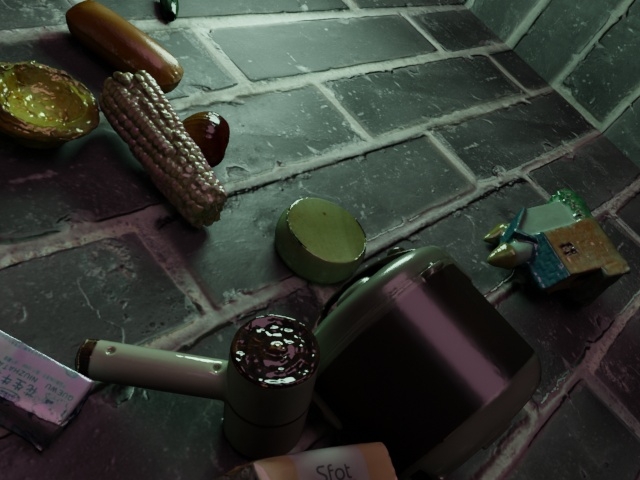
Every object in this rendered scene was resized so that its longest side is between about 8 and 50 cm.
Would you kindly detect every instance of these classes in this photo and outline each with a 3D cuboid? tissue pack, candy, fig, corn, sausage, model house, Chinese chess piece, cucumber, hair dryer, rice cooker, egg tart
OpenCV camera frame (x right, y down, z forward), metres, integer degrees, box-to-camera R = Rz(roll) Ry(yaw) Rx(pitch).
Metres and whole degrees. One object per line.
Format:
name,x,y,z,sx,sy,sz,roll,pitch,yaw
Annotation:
tissue pack,-0.032,0.340,0.908,0.222,0.186,0.090,5,62,-33
candy,-0.395,0.197,0.875,0.160,0.073,0.092,31,36,-6
fig,-0.255,-0.195,1.354,0.119,0.153,0.119,-23,90,-83
corn,-0.299,-0.172,1.258,0.127,0.127,0.335,-24,76,-46
sausage,-0.419,-0.414,1.428,0.274,0.105,0.105,36,40,0
model house,0.518,0.041,1.622,0.325,0.194,0.267,-10,59,-25
Chinese chess piece,0.000,0.000,1.343,0.189,0.083,0.188,17,44,-17
cucumber,-0.378,-0.585,1.665,0.048,0.048,0.105,10,48,-28
hair dryer,-0.191,0.195,0.963,0.362,0.203,0.128,9,44,-2
rice cooker,0.143,0.194,1.082,0.325,0.335,0.335,47,41,13
egg tart,-0.511,-0.238,1.200,0.213,0.090,0.212,20,45,-21
